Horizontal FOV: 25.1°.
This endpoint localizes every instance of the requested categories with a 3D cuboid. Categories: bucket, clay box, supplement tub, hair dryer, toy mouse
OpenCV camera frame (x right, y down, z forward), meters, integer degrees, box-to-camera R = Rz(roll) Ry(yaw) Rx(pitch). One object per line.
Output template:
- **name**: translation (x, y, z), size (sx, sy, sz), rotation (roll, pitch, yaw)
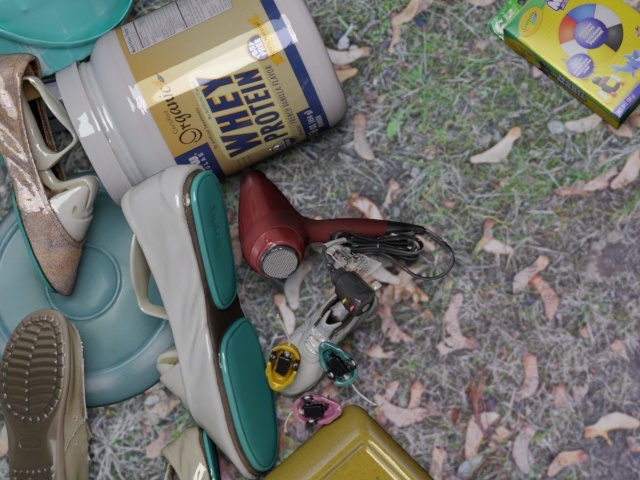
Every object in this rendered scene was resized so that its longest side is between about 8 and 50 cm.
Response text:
- **bucket**: translation (-0.381, -0.351, 1.853), size (0.281, 0.183, 0.281), rotation (-13, 45, 13)
- **clay box**: translation (0.337, -0.262, 1.847), size (0.222, 0.053, 0.127), rotation (40, 85, 14)
- **supplement tub**: translation (-0.149, -0.191, 1.804), size (0.316, 0.228, 0.228), rotation (-25, 75, 0)
- **hair dryer**: translation (0.000, 0.000, 1.805), size (0.293, 0.223, 0.080), rotation (34, 121, 24)
- **toy mouse**: translation (0.004, 0.174, 1.758), size (0.143, 0.031, 0.161), rotation (15, 113, 8)

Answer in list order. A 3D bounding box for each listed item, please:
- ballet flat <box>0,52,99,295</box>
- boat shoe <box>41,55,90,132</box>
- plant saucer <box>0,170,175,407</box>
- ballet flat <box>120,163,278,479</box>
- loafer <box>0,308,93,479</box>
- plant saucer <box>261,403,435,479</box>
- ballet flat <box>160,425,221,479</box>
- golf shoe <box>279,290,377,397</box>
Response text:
- **ballet flat**: translation (-0.340, -0.087, 1.791), size (0.106, 0.107, 0.316), rotation (-18, 100, 11)
- **boat shoe**: translation (-0.441, -0.183, 1.926), size (0.302, 0.109, 0.094), rotation (-11, 60, -4)
- **plant saucer**: translation (-0.305, 0.057, 1.871), size (0.317, 0.044, 0.318), rotation (-2, 76, 8)
- **ballet flat**: translation (-0.152, 0.102, 1.757), size (0.139, 0.139, 0.400), rotation (-11, 104, 5)
- **loafer**: translation (-0.338, 0.219, 1.796), size (0.101, 0.092, 0.269), rotation (3, 91, 22)
- **plant saucer**: translation (0.047, 0.384, 1.661), size (0.332, 0.081, 0.333), rotation (43, 62, 15)
- **ballet flat**: translation (-0.144, 0.347, 1.751), size (0.086, 0.086, 0.248), rotation (-20, 59, 3)
- **golf shoe**: translation (-0.003, 0.117, 1.792), size (0.069, 0.086, 0.176), rotation (37, 86, 12)
